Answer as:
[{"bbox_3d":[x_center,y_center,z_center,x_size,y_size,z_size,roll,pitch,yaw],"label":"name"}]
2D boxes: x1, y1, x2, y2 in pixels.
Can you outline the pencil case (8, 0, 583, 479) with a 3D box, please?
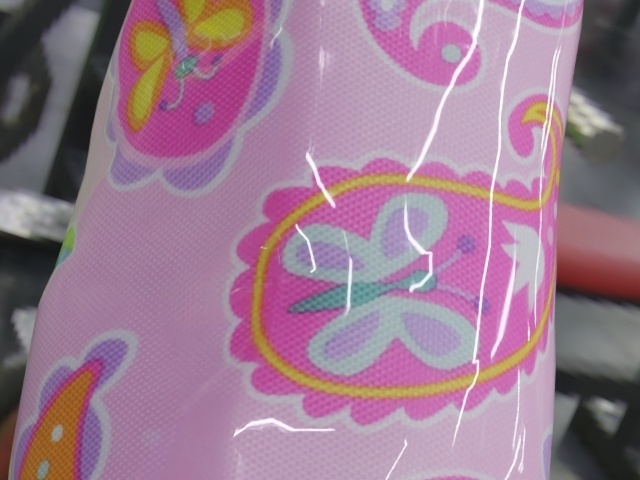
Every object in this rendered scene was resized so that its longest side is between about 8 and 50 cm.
[{"bbox_3d":[0.000,0.000,0.453,0.124,0.284,0.124,8,-19,3],"label":"pencil case"}]
